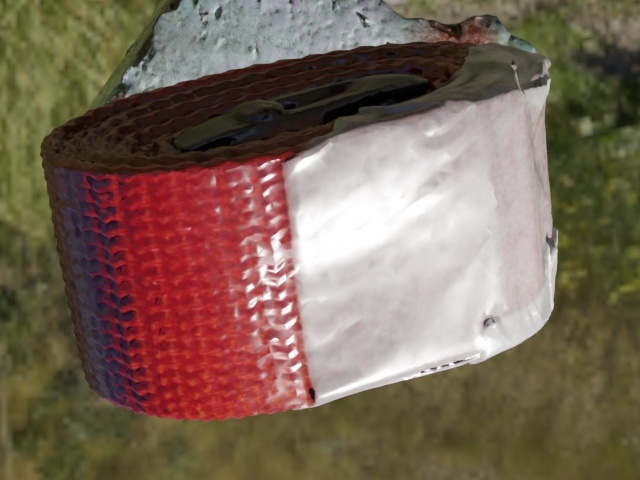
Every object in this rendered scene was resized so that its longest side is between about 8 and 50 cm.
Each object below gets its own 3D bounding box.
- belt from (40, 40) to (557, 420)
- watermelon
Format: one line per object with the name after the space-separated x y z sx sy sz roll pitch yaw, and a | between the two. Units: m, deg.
0.000 0.000 0.654 0.201 0.124 0.128 -15 -158 -22 | belt
-0.018 -0.147 1.193 0.320 0.214 0.289 -11 -160 8 | watermelon
